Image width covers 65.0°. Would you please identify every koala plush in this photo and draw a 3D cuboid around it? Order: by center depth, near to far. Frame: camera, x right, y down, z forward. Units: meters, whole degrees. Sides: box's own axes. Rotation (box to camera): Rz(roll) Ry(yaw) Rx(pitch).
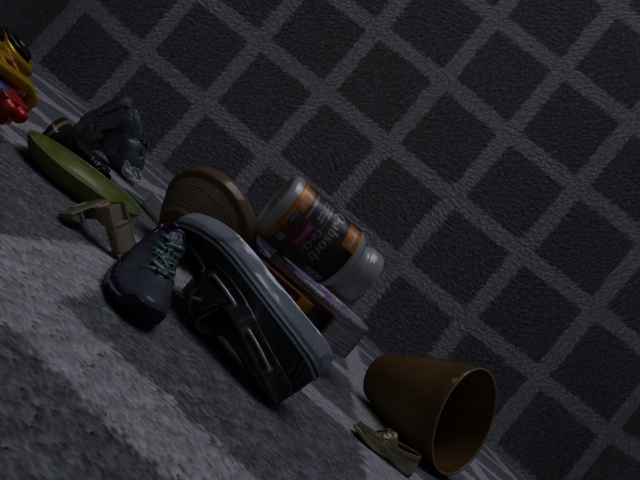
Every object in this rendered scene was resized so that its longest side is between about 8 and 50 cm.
[{"bbox_3d":[-0.624,-0.294,1.555,0.196,0.203,0.221,51,-15,47],"label":"koala plush"}]

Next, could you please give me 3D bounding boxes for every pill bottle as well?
[{"bbox_3d":[0.000,0.000,1.128,0.278,0.162,0.162,40,-2,-15],"label":"pill bottle"}]

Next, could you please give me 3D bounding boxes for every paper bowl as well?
[{"bbox_3d":[-0.040,0.167,1.163,0.284,0.148,0.284,40,-3,2],"label":"paper bowl"}]

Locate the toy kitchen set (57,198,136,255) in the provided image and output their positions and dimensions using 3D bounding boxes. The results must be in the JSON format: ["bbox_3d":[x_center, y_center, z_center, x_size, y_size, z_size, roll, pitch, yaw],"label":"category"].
[{"bbox_3d":[-0.330,-0.015,0.730,0.083,0.075,0.068,3,22,27],"label":"toy kitchen set"}]

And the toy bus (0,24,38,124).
[{"bbox_3d":[-0.573,-0.278,0.873,0.211,0.149,0.220,53,-4,4],"label":"toy bus"}]

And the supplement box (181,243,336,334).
[{"bbox_3d":[-0.101,0.114,0.895,0.191,0.129,0.194,39,-3,19],"label":"supplement box"}]

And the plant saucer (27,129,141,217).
[{"bbox_3d":[-0.448,-0.113,0.946,0.241,0.037,0.241,40,-3,2],"label":"plant saucer"}]

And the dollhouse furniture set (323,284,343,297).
[{"bbox_3d":[0.023,0.138,1.578,0.197,0.301,0.151,44,-6,-23],"label":"dollhouse furniture set"}]

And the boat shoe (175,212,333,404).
[{"bbox_3d":[-0.131,0.084,0.715,0.335,0.119,0.121,41,-32,26],"label":"boat shoe"}]

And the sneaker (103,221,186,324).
[{"bbox_3d":[-0.215,0.026,0.647,0.083,0.098,0.224,40,-2,-26],"label":"sneaker"}]

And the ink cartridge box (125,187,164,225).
[{"bbox_3d":[-0.415,-0.074,1.376,0.235,0.056,0.171,41,-1,38],"label":"ink cartridge box"}]

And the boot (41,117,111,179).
[{"bbox_3d":[-0.528,-0.190,1.105,0.137,0.077,0.198,46,-2,-12],"label":"boot"}]

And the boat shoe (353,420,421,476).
[{"bbox_3d":[0.116,0.348,0.866,0.135,0.045,0.050,40,-2,-12],"label":"boat shoe"}]

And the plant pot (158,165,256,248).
[{"bbox_3d":[-0.261,-0.029,1.062,0.237,0.237,0.110,39,38,11],"label":"plant pot"}]

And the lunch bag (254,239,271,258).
[{"bbox_3d":[-0.212,0.031,1.244,0.176,0.090,0.219,16,-23,26],"label":"lunch bag"}]

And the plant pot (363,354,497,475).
[{"bbox_3d":[0.229,0.360,1.154,0.254,0.237,0.237,16,-19,47],"label":"plant pot"}]
